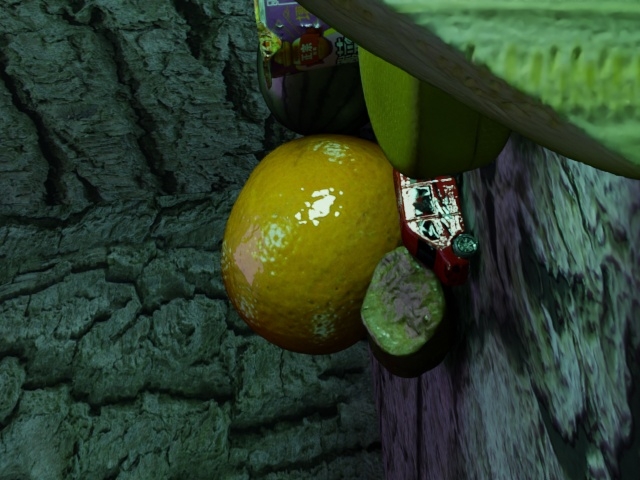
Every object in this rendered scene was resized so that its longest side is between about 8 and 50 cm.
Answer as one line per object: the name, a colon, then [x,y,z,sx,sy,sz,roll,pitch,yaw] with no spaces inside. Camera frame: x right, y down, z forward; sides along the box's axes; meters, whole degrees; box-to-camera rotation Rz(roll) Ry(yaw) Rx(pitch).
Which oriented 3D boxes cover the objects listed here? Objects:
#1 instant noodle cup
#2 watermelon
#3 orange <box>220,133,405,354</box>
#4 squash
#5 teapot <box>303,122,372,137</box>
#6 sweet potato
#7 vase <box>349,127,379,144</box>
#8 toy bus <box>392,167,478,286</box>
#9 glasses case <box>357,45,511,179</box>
instant noodle cup: [0.033,-0.399,1.030,0.340,0.265,0.340,176,90,-88]
watermelon: [0.024,-0.369,1.313,0.279,0.278,0.360,-97,28,-82]
orange: [0.000,0.000,1.268,0.424,0.326,0.424,-52,-16,-22]
squash: [0.049,-0.129,0.413,0.111,0.288,0.203,-10,-81,-86]
teapot: [0.054,-0.349,1.578,0.424,0.252,0.280,-67,27,7]
sweet potato: [0.145,0.137,1.122,0.370,0.157,0.158,69,-165,-66]
vase: [0.096,-0.219,1.472,0.059,0.166,0.059,-4,-90,-90]
toy bus: [0.154,-0.032,0.949,0.081,0.089,0.195,85,180,-63]
glasses case: [0.113,-0.238,0.605,0.173,0.141,0.371,-119,18,-47]
